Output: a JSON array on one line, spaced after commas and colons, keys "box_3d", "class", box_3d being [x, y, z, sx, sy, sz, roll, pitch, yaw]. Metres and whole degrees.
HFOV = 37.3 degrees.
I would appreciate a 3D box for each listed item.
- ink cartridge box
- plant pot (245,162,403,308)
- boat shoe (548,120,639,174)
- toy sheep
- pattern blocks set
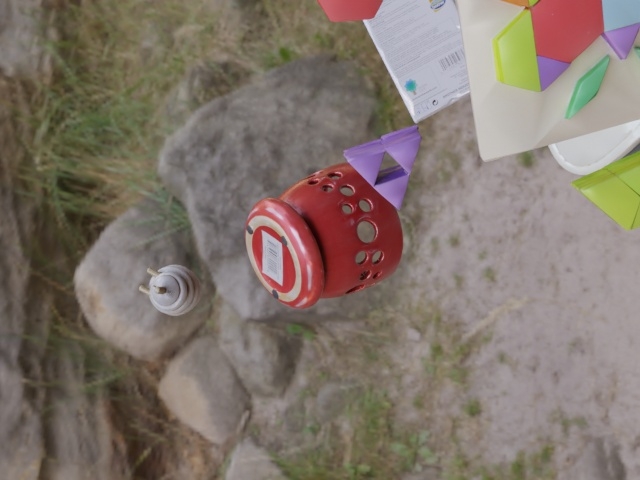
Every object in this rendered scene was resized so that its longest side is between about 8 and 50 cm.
[{"box_3d": [0.209, -0.425, 1.971, 0.185, 0.311, 0.065, -27, 6, 14], "class": "ink cartridge box"}, {"box_3d": [0.000, 0.000, 1.393, 0.191, 0.174, 0.191, 32, 134, 39], "class": "plant pot"}, {"box_3d": [0.343, -0.161, 0.863, 0.319, 0.099, 0.116, -37, 76, 53], "class": "boat shoe"}, {"box_3d": [-0.239, 0.080, 1.536, 0.132, 0.091, 0.091, -7, -64, -72], "class": "toy sheep"}, {"box_3d": [0.150, -0.131, 0.494, 0.324, 0.285, 0.026, -30, 27, 2], "class": "pattern blocks set"}]
